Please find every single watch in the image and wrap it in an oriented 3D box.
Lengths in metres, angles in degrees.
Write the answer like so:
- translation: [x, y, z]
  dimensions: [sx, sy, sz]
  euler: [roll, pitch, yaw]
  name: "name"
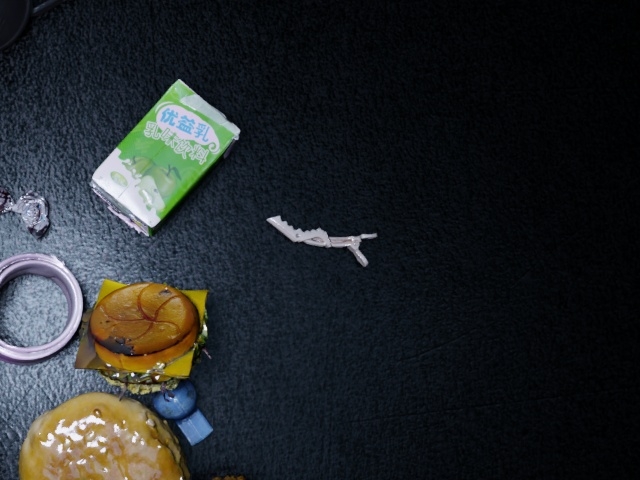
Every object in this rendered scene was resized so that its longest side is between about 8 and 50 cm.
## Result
- translation: [-0.540, 0.142, 1.620]
  dimensions: [0.218, 0.211, 0.248]
  euler: [9, 73, -19]
  name: "watch"

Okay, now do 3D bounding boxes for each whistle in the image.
- translation: [-0.260, 0.308, 1.701]
  dimensions: [0.090, 0.090, 0.158]
  euler: [-35, 90, -13]
  name: "whistle"

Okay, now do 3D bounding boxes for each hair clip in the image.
- translation: [0.000, 0.000, 1.815]
  dimensions: [0.226, 0.034, 0.072]
  euler: [10, 82, -9]
  name: "hair clip"

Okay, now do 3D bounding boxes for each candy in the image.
- translation: [-0.613, -0.071, 1.693]
  dimensions: [0.226, 0.051, 0.094]
  euler: [21, 83, -8]
  name: "candy"

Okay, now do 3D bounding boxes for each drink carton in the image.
- translation: [-0.295, -0.150, 1.736]
  dimensions: [0.161, 0.108, 0.271]
  euler: [40, 78, -4]
  name: "drink carton"

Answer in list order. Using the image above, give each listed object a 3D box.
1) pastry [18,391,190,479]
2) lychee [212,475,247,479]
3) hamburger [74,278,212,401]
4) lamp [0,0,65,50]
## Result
- translation: [-0.376, 0.420, 1.613]
  dimensions: [0.284, 0.184, 0.315]
  euler: [-30, 91, -7]
  name: "pastry"
- translation: [-0.151, 0.541, 1.646]
  dimensions: [0.200, 0.200, 0.238]
  euler: [-36, 97, -13]
  name: "lychee"
- translation: [-0.313, 0.182, 1.640]
  dimensions: [0.243, 0.138, 0.261]
  euler: [7, 41, 6]
  name: "hamburger"
- translation: [-0.641, -0.450, 1.620]
  dimensions: [0.374, 0.272, 0.205]
  euler: [-36, 93, -13]
  name: "lamp"
